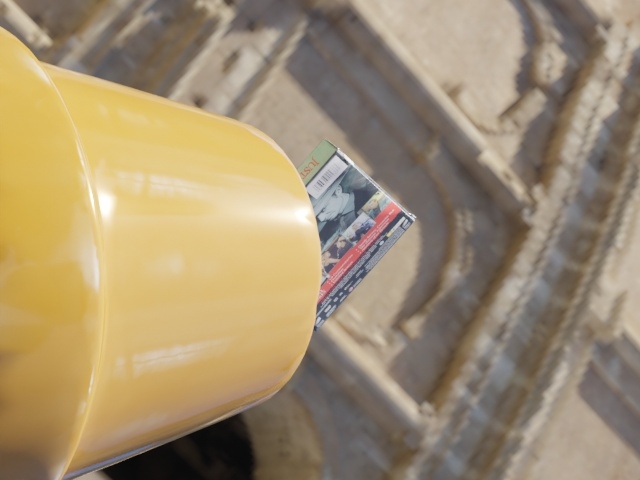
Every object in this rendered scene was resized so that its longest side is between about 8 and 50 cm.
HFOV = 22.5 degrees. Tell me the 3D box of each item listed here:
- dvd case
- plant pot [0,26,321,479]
[{"bbox_3d":[0.000,0.000,0.862,0.087,0.119,0.013,-49,-117,3],"label":"dvd case"},{"bbox_3d":[-0.109,0.014,0.645,0.205,0.188,0.205,1,-88,49],"label":"plant pot"}]
